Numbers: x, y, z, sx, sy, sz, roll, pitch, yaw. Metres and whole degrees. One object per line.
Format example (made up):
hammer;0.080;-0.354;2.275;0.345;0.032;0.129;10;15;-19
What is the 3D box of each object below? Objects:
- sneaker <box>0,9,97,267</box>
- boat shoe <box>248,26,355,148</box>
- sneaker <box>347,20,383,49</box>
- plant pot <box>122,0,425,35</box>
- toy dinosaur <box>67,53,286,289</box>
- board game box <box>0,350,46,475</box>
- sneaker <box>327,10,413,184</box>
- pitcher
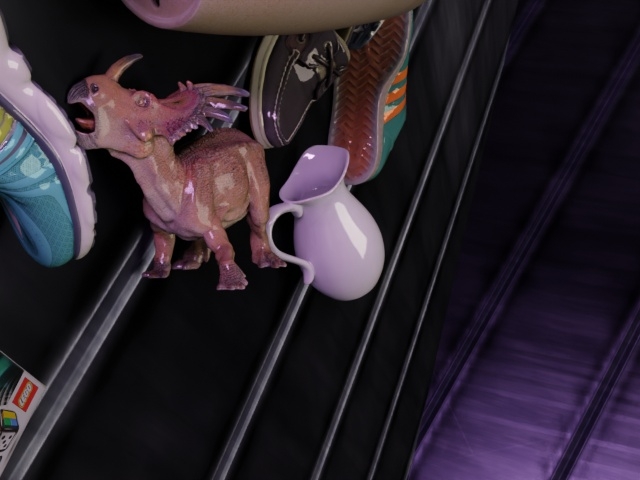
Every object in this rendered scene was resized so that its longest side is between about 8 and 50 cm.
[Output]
sneaker;-0.230;-0.074;0.487;0.110;0.107;0.275;-48;143;-23
boat shoe;-0.008;-0.236;0.995;0.103;0.092;0.285;68;36;-55
sneaker;0.074;-0.405;1.133;0.122;0.110;0.283;1;98;-74
plant pot;-0.047;-0.281;0.694;0.274;0.256;0.257;-37;135;-41
toy dinosaur;-0.105;-0.066;0.775;0.295;0.127;0.200;-20;110;-74
board game box;-0.290;0.177;0.455;0.193;0.053;0.305;68;36;-55
sneaker;0.082;-0.238;1.243;0.121;0.108;0.302;-27;132;-67
pitcher;0.000;0.000;1.117;0.178;0.125;0.207;-45;133;-27
